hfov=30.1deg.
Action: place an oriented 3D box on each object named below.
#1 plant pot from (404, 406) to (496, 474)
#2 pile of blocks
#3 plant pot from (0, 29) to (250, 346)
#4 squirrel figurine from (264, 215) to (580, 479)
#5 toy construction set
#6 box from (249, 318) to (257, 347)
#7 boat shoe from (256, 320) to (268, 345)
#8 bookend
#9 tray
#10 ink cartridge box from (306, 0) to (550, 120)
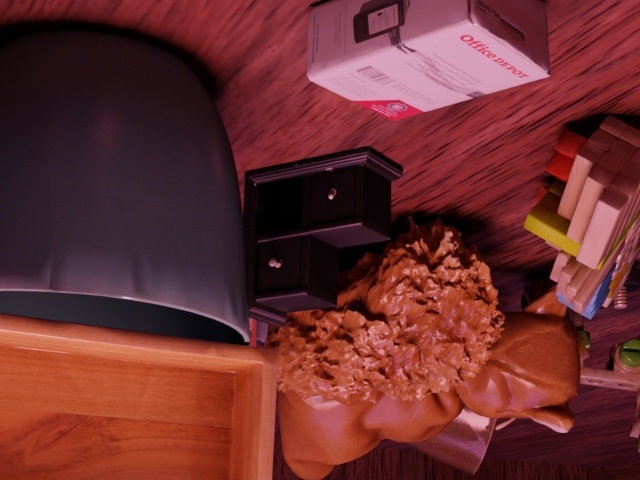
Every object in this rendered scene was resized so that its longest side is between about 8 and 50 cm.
[{"bbox_3d":[0.140,0.208,1.753,0.230,0.215,0.215,16,163,2],"label":"plant pot"},{"bbox_3d":[0.254,-0.009,1.207,0.112,0.149,0.362,31,169,19],"label":"pile of blocks"},{"bbox_3d":[-0.198,-0.034,1.004,0.293,0.235,0.293,2,163,1],"label":"plant pot"},{"bbox_3d":[0.134,0.144,1.475,0.370,0.281,0.397,2,159,12],"label":"squirrel figurine"},{"bbox_3d":[0.384,0.180,1.653,0.257,0.237,0.309,8,162,-21],"label":"toy construction set"},{"bbox_3d":[-0.184,0.120,1.697,0.170,0.130,0.091,13,159,-34],"label":"box"},{"bbox_3d":[-0.069,0.125,1.791,0.076,0.080,0.228,7,164,-24],"label":"boat shoe"},{"bbox_3d":[0.000,0.000,1.233,0.156,0.157,0.072,-8,161,32],"label":"bookend"},{"bbox_3d":[-0.236,0.162,0.899,0.411,0.203,0.076,11,162,-27],"label":"tray"},{"bbox_3d":[0.081,-0.149,0.890,0.150,0.063,0.109,-13,158,39],"label":"ink cartridge box"}]
